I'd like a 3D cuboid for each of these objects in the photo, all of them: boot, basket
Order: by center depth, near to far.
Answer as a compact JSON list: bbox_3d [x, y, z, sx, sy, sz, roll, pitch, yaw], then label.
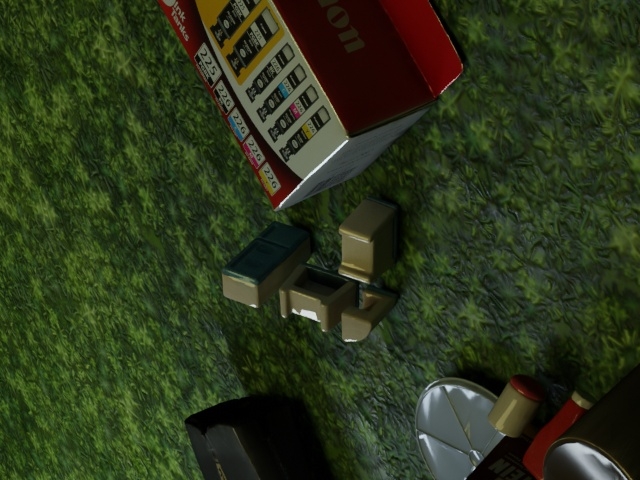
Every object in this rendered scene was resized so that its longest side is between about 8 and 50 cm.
[{"bbox_3d":[0.314,0.175,1.377,0.154,0.227,0.204,-12,101,59],"label":"basket"},{"bbox_3d":[-0.096,0.443,2.280,0.367,0.146,0.445,-14,104,49],"label":"boot"}]

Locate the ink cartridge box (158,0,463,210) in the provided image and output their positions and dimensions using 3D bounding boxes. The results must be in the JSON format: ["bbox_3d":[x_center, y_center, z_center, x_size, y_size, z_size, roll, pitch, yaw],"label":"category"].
[{"bbox_3d":[-0.024,-0.232,1.694,0.309,0.130,0.272,60,148,8],"label":"ink cartridge box"}]

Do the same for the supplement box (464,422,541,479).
[{"bbox_3d":[0.186,0.329,1.675,0.129,0.194,0.191,34,134,17],"label":"supplement box"}]

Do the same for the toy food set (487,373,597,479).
[{"bbox_3d":[0.262,0.186,1.599,0.232,0.111,0.104,47,116,45],"label":"toy food set"}]

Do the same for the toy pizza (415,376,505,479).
[{"bbox_3d":[0.187,0.240,1.808,0.201,0.032,0.201,30,135,36],"label":"toy pizza"}]

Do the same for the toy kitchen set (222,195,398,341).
[{"bbox_3d":[0.000,0.000,1.879,0.207,0.122,0.166,18,129,25],"label":"toy kitchen set"}]
